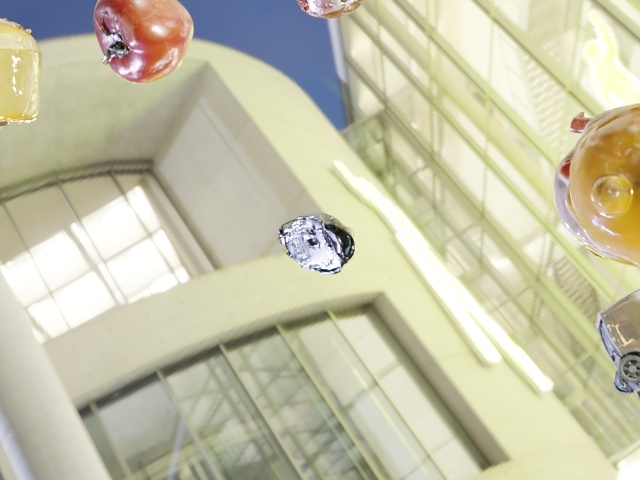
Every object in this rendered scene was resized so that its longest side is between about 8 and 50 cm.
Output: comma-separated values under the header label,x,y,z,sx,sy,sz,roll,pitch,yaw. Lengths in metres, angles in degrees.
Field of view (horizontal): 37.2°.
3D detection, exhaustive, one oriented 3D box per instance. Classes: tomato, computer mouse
label,x,y,z,sx,sy,sz,roll,pitch,yaw
tomato,-0.303,-0.359,1.655,0.151,0.187,0.187,-29,-26,-42
computer mouse,0.000,0.000,2.036,0.078,0.146,0.242,-34,17,-37

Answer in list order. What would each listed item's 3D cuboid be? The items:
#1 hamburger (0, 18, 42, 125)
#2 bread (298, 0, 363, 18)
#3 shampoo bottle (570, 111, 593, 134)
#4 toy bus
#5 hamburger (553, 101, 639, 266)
label,x,y,z,sx,sy,sz,roll,pitch,yaw
hamburger,-0.535,-0.227,1.317,0.300,0.176,0.300,-10,7,1
bread,0.022,-0.553,2.056,0.161,0.160,0.073,-27,-33,-17
shampoo bottle,0.604,-0.210,1.828,0.085,0.244,0.085,-30,-54,-52
toy bus,0.515,0.229,1.328,0.138,0.342,0.097,-31,-23,0
hamburger,0.493,-0.087,1.399,0.276,0.276,0.237,-38,-9,2
